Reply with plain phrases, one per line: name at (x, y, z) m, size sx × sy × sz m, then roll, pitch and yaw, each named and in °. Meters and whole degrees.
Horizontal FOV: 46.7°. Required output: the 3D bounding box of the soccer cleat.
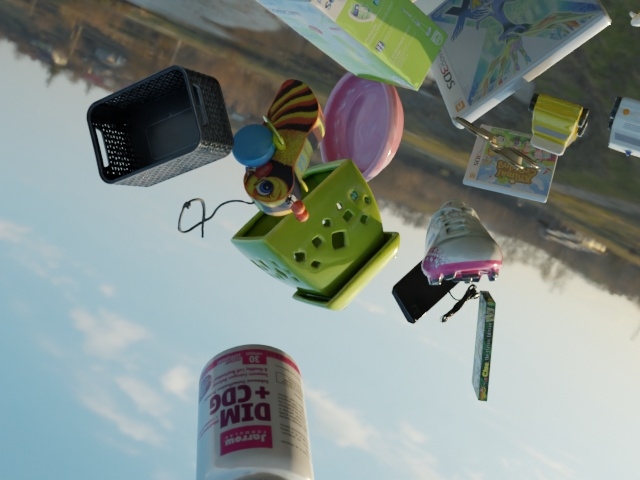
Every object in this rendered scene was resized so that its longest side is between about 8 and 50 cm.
soccer cleat at (0.213, -0.001, 1.187) m, size 0.116 × 0.143 × 0.331 m, roll -3°, pitch 176°, yaw 3°

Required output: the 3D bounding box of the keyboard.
keyboard at (0.347, 0.126, 2.095) m, size 0.201 × 0.317 × 0.033 m, roll 58°, pitch 153°, yaw -10°

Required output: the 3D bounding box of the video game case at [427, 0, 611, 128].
video game case at (0.353, -0.420, 1.440) m, size 0.036 × 0.329 × 0.299 m, roll 26°, pitch -140°, yaw -42°

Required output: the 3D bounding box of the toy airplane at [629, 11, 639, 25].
toy airplane at (0.762, -0.651, 1.612) m, size 0.386 × 0.384 × 0.272 m, roll 26°, pitch -128°, yaw -18°

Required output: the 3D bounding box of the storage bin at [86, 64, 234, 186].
storage bin at (-0.226, -0.156, 1.042) m, size 0.180 × 0.122 × 0.084 m, roll -17°, pitch 173°, yaw 24°

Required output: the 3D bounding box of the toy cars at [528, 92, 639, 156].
toy cars at (0.471, -0.187, 1.288) m, size 0.177 × 0.087 × 0.394 m, roll 19°, pitch -175°, yaw -22°

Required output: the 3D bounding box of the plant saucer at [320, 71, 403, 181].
plant saucer at (0.121, -0.314, 2.056) m, size 0.084 × 0.332 × 0.332 m, roll 5°, pitch -162°, yaw -34°

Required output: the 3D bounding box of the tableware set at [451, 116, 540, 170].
tableware set at (0.297, -0.160, 1.250) m, size 0.141 × 0.020 × 0.169 m, roll 40°, pitch -162°, yaw 24°

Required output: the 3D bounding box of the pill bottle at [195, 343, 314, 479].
pill bottle at (-0.093, 0.296, 1.037) m, size 0.160 × 0.160 × 0.283 m, roll 20°, pitch -148°, yaw -22°

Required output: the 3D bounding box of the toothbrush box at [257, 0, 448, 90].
toothbrush box at (0.054, -0.401, 1.328) m, size 0.283 × 0.122 × 0.206 m, roll 30°, pitch 180°, yaw -38°

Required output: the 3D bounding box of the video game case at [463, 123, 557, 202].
video game case at (0.496, -0.203, 1.916) m, size 0.213 × 0.193 × 0.023 m, roll 15°, pitch 152°, yaw 14°

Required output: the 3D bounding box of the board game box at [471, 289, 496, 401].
board game box at (0.422, 0.270, 1.921) m, size 0.030 × 0.259 × 0.136 m, roll 4°, pitch -171°, yaw 6°

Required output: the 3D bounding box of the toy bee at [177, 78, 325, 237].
toy bee at (-0.064, -0.103, 1.180) m, size 0.162 × 0.298 × 0.195 m, roll 30°, pitch -172°, yaw 22°

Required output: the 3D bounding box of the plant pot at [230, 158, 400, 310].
plant pot at (0.000, 0.000, 1.393) m, size 0.207 × 0.228 × 0.227 m, roll 49°, pitch 164°, yaw -15°
